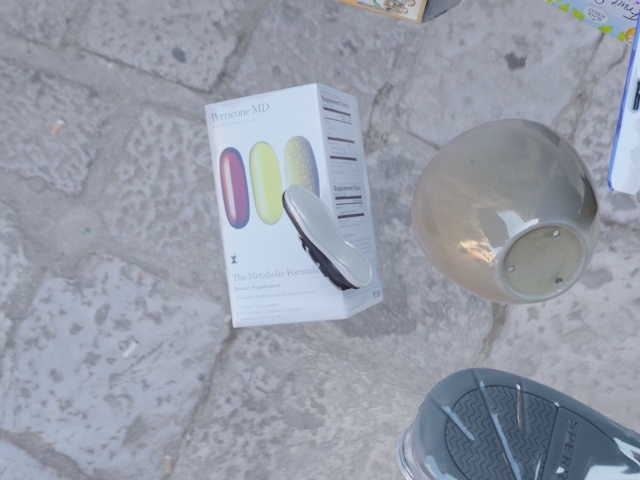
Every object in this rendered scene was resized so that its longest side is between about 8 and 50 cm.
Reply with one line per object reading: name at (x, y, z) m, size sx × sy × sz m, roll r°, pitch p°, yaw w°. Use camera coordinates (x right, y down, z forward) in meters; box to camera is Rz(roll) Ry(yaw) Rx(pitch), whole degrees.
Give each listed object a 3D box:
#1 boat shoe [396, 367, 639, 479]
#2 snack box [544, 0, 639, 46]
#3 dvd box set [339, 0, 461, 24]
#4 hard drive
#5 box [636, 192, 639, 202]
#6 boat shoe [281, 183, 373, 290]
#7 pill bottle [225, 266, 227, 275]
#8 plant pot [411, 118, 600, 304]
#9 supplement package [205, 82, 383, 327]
boat shoe at (0.201, 0.187, 0.464) m, size 0.321 × 0.103 × 0.118 m, roll 23°, pitch 61°, yaw 6°
snack box at (0.555, -0.483, 1.388) m, size 0.207 × 0.174 × 0.070 m, roll 33°, pitch 53°, yaw 8°
dvd box set at (-0.012, -0.413, 1.076) m, size 0.421 × 0.307 × 0.062 m, roll 20°, pitch 117°, yaw 11°
hard drive at (0.435, -0.184, 0.904) m, size 0.040 × 0.319 × 0.210 m, roll 17°, pitch 112°, yaw 35°
box at (0.609, -0.090, 1.096) m, size 0.094 × 0.275 × 0.113 m, roll -13°, pitch 108°, yaw -24°
boat shoe at (0.000, 0.000, 0.718) m, size 0.038 × 0.125 × 0.046 m, roll -23°, pitch 28°, yaw 42°
pill bottle at (-0.112, -0.039, 1.301) m, size 0.118 × 0.117 × 0.208 m, roll -3°, pitch 92°, yaw 10°
plant pot at (0.296, -0.015, 1.102) m, size 0.284 × 0.191 × 0.284 m, roll -4°, pitch 119°, yaw -7°
supplement package at (-0.026, -0.037, 0.832) m, size 0.139 × 0.134 × 0.244 m, roll -8°, pitch 91°, yaw 21°
